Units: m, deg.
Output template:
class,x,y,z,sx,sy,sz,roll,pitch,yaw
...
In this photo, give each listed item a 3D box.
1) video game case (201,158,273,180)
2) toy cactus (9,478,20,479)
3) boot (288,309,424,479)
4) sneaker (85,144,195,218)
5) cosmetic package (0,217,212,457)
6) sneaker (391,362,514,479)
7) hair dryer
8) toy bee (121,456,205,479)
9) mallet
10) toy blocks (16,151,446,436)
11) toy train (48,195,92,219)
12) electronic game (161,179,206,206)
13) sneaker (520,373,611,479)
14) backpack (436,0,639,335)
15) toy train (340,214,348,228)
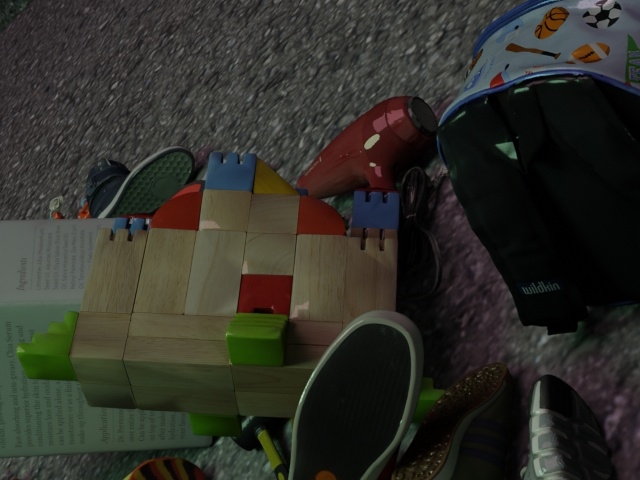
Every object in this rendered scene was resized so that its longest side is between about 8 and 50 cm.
class,x,y,z,sx,sy,sz,roll,pitch,yaw
video game case,-0.144,-0.050,1.581,0.157,0.019,0.143,11,68,56
toy cactus,-0.496,0.402,1.544,0.219,0.112,0.180,-14,67,43
boot,0.037,0.164,0.961,0.176,0.088,0.244,-21,-50,-72
sneaker,-0.292,-0.101,1.765,0.226,0.086,0.163,-42,35,19
cosmetic package,-0.348,0.110,1.241,0.161,0.453,0.230,-106,19,-53
sneaker,0.125,0.185,0.937,0.064,0.086,0.192,-19,14,35
hair dryer,0.066,-0.063,1.248,0.293,0.080,0.223,16,71,56
toy bee,-0.203,0.332,1.124,0.195,0.162,0.298,-52,25,17
mallet,-0.050,0.238,1.155,0.062,0.039,0.189,-44,36,15
toy blocks,-0.069,0.032,1.084,0.381,0.190,0.261,2,54,3
toy train,-0.421,-0.029,1.908,0.166,0.046,0.125,2,59,50
electronic game,-0.197,0.024,1.524,0.229,0.048,0.229,-33,44,39
sneaker,0.155,0.217,0.851,0.132,0.086,0.228,-36,36,31
backpack,0.233,-0.077,0.866,0.276,0.263,0.213,-18,45,45
toy train,0.000,0.000,1.341,0.083,0.017,0.023,-41,43,18
